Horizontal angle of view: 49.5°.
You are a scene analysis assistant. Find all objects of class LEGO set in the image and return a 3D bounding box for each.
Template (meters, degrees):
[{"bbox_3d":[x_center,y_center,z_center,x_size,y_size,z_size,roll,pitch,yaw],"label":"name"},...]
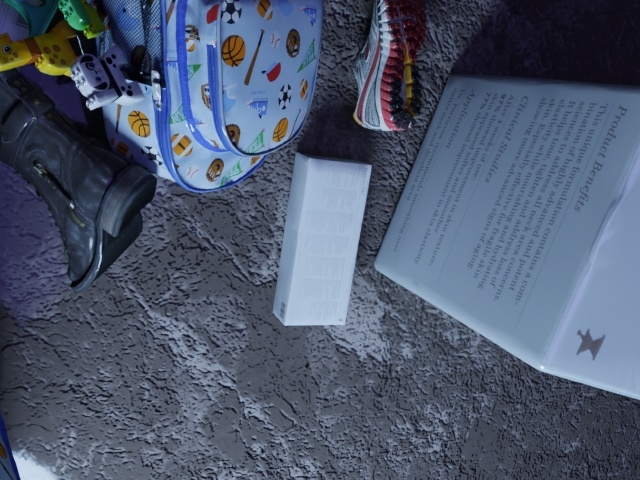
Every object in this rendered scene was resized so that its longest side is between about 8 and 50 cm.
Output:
[{"bbox_3d":[-0.274,-0.211,0.653,0.093,0.087,0.227,-36,103,-44],"label":"LEGO set"}]

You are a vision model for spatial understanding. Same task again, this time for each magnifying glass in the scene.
[{"bbox_3d":[-0.296,-0.256,0.733,0.092,0.026,0.231,45,45,-5],"label":"magnifying glass"}]

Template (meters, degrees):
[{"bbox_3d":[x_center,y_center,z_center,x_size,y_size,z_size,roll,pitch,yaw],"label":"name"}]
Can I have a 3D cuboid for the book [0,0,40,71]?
[{"bbox_3d":[-0.394,-0.245,0.758,0.144,0.035,0.096,17,94,-28],"label":"book"}]

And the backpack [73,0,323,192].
[{"bbox_3d":[-0.124,-0.190,0.782,0.276,0.213,0.264,-26,136,-47],"label":"backpack"}]

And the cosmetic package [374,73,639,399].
[{"bbox_3d":[0.345,-0.012,0.959,0.327,0.393,0.330,20,97,-28],"label":"cosmetic package"}]

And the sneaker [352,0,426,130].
[{"bbox_3d":[0.082,-0.260,0.943,0.088,0.092,0.225,11,82,-45],"label":"sneaker"}]

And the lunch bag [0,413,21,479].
[{"bbox_3d":[-0.439,0.298,0.724,0.238,0.328,0.386,-7,106,-28],"label":"lunch bag"}]

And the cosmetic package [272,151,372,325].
[{"bbox_3d":[0.000,0.000,0.992,0.098,0.060,0.239,4,103,-24],"label":"cosmetic package"}]

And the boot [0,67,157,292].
[{"bbox_3d":[-0.313,-0.075,0.795,0.229,0.263,0.091,38,46,-3],"label":"boot"}]
